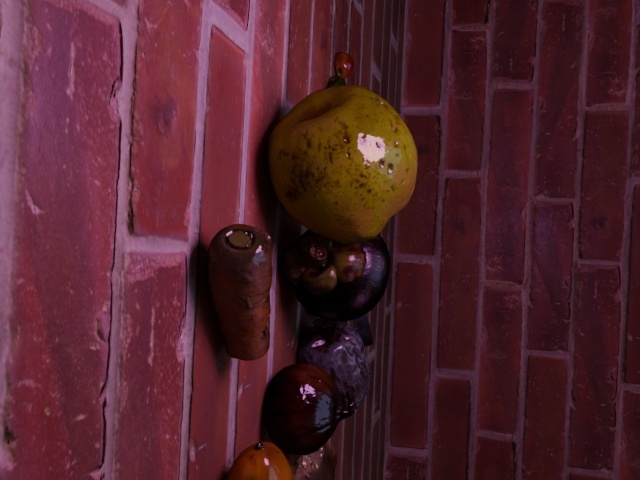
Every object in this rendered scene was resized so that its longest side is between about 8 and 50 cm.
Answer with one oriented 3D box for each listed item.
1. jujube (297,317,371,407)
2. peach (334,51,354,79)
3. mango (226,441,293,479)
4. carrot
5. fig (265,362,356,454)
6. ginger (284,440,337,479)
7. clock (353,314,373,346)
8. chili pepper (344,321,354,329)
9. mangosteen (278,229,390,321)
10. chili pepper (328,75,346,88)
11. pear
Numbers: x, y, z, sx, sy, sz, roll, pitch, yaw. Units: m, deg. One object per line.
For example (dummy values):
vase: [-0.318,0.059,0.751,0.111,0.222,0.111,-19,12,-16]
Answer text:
jujube: [0.044,0.384,2.008,0.226,0.226,0.316,-70,153,-49]
peach: [0.086,-0.604,2.276,0.098,0.062,0.098,1,90,-69]
mango: [-0.134,0.593,1.470,0.187,0.144,0.359,-49,147,-49]
carrot: [-0.160,0.104,1.308,0.138,0.139,0.301,-67,166,-54]
fig: [-0.040,0.431,1.703,0.235,0.215,0.234,-31,131,-43]
ginger: [-0.041,0.661,1.886,0.221,0.130,0.275,-47,140,-53]
clock: [0.141,0.265,2.478,0.280,0.056,0.280,-13,90,-89]
chili pepper: [0.084,0.346,2.399,0.086,0.084,0.191,110,-10,-82]
mangosteen: [0.033,0.079,1.805,0.297,0.314,0.296,18,-70,60]
chili pepper: [0.040,-0.458,2.115,0.204,0.073,0.072,-69,170,-48]
pear: [0.062,-0.178,1.621,0.391,0.392,0.390,3,90,-76]
